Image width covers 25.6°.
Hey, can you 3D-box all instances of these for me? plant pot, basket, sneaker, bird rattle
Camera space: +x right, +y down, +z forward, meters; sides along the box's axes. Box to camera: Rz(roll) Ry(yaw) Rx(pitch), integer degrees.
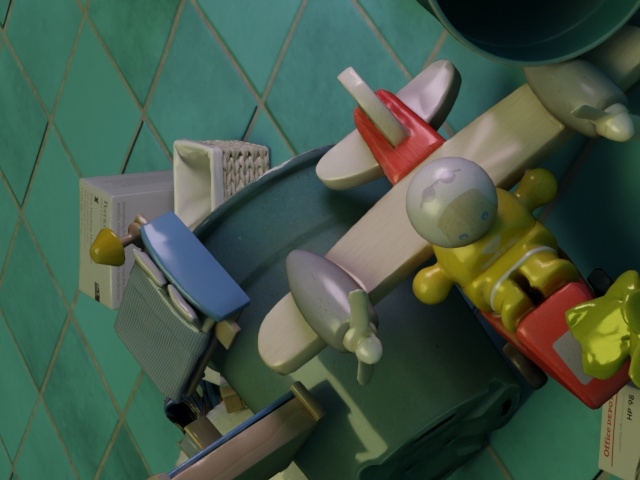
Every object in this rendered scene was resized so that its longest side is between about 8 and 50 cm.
[{"bbox_3d":[0.169,-0.340,1.406,0.255,0.271,0.272,-132,45,-59],"label":"plant pot"},{"bbox_3d":[0.038,0.120,1.640,0.334,0.341,0.341,52,136,24],"label":"plant pot"},{"bbox_3d":[-0.141,-0.061,2.023,0.113,0.103,0.167,17,110,53],"label":"basket"},{"bbox_3d":[-0.209,0.235,2.197,0.221,0.087,0.083,57,138,31],"label":"sneaker"},{"bbox_3d":[0.358,0.061,1.280,0.207,0.253,0.143,54,172,-24],"label":"bird rattle"}]

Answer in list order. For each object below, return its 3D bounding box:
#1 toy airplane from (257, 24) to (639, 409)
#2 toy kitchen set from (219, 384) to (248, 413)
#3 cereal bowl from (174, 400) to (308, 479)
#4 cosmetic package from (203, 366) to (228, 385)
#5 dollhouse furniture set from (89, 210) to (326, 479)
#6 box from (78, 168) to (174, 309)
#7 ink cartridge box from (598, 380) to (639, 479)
[{"bbox_3d":[0.136,-0.040,1.412,0.384,0.272,0.386,4,81,17],"label":"toy airplane"},{"bbox_3d":[-0.083,0.192,1.783,0.075,0.083,0.068,-112,6,-59],"label":"toy kitchen set"},{"bbox_3d":[-0.060,0.373,1.852,0.338,0.141,0.339,10,113,25],"label":"cereal bowl"},{"bbox_3d":[-0.130,0.107,2.001,0.183,0.151,0.152,10,105,53],"label":"cosmetic package"},{"bbox_3d":[-0.193,0.173,1.534,0.303,0.198,0.286,49,143,15],"label":"dollhouse furniture set"},{"bbox_3d":[-0.263,-0.005,2.140,0.119,0.181,0.181,22,115,52],"label":"box"},{"bbox_3d":[0.341,0.195,1.425,0.180,0.060,0.104,19,113,52],"label":"ink cartridge box"}]
